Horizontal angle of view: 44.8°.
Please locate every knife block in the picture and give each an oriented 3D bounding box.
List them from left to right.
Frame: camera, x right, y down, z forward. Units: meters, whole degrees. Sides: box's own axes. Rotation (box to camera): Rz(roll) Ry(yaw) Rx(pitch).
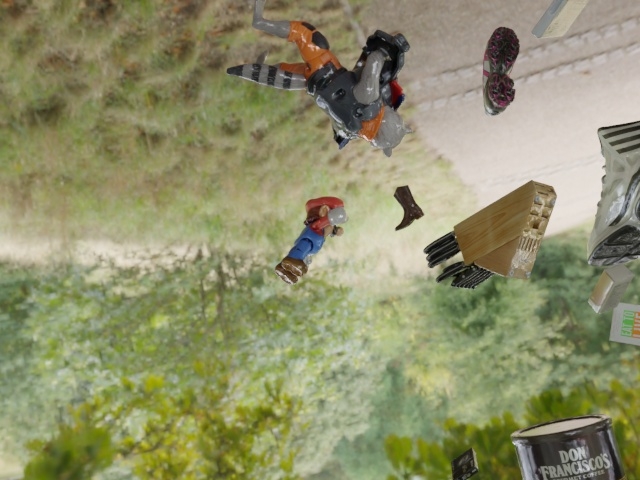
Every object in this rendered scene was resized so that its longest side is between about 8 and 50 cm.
[{"bbox_3d":[0.350,-0.018,1.671,0.088,0.276,0.242,8,-167,-44],"label":"knife block"}]

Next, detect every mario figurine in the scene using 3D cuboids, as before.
[{"bbox_3d":[0.000,0.000,2.421,0.198,0.321,0.170,4,141,40],"label":"mario figurine"}]

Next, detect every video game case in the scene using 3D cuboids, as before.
[{"bbox_3d":[0.481,-0.464,1.456,0.201,0.023,0.183,-26,153,-57],"label":"video game case"}]

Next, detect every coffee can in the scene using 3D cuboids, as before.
[{"bbox_3d":[0.514,0.505,1.547,0.201,0.276,0.201,-13,171,-2],"label":"coffee can"}]

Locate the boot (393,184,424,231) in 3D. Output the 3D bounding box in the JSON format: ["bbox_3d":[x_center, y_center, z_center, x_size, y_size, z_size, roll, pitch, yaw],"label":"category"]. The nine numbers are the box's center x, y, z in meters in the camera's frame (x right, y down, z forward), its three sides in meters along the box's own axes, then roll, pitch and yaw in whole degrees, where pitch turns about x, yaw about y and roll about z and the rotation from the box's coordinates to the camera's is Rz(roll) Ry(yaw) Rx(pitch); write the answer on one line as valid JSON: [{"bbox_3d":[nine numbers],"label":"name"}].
[{"bbox_3d":[0.240,-0.097,2.310,0.106,0.114,0.037,-33,171,12],"label":"boot"}]

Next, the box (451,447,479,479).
[{"bbox_3d":[0.349,0.546,1.877,0.067,0.018,0.083,-40,-171,17],"label":"box"}]

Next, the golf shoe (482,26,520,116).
[{"bbox_3d":[0.355,-0.342,1.572,0.067,0.186,0.086,12,164,-7],"label":"golf shoe"}]

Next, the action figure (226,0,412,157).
[{"bbox_3d":[0.009,-0.254,1.412,0.179,0.330,0.341,-53,171,-30],"label":"action figure"}]

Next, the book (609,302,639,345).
[{"bbox_3d":[0.771,0.204,1.852,0.144,0.096,0.035,8,177,19],"label":"book"}]

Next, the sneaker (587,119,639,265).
[{"bbox_3d":[0.755,-0.130,1.909,0.169,0.258,0.448,-4,149,-7],"label":"sneaker"}]

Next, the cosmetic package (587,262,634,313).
[{"bbox_3d":[0.656,0.109,1.758,0.060,0.041,0.115,-15,140,-21],"label":"cosmetic package"}]
